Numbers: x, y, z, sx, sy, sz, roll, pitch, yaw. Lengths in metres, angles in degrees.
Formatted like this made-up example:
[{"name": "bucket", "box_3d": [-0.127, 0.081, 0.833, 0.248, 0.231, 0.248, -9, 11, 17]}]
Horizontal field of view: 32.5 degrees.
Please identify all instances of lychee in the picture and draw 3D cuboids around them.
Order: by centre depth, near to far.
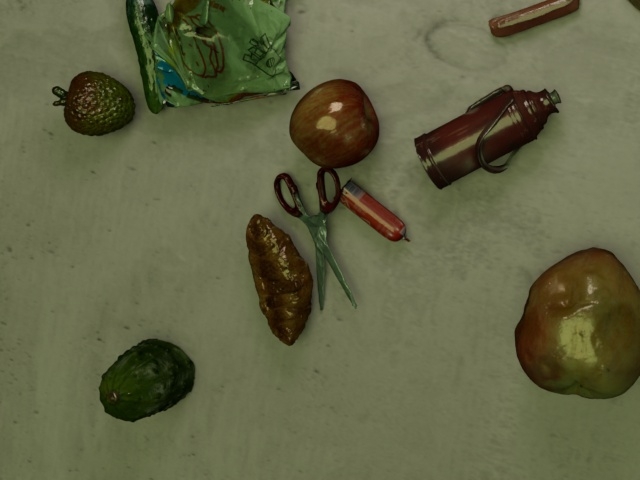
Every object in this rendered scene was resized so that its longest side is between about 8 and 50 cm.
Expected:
[{"name": "lychee", "box_3d": [-0.395, -0.238, 1.908, 0.147, 0.114, 0.114, 8, 101, -4]}]

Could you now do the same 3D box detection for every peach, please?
[{"name": "peach", "box_3d": [0.412, 0.125, 1.684, 0.214, 0.214, 0.235, 12, 84, 15]}]

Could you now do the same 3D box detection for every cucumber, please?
[{"name": "cucumber", "box_3d": [-0.297, -0.344, 1.890, 0.056, 0.056, 0.250, -9, 98, 18]}, {"name": "cucumber", "box_3d": [-0.315, 0.251, 1.892, 0.134, 0.244, 0.134, 1, 93, 13]}]

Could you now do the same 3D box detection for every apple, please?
[{"name": "apple", "box_3d": [0.021, -0.185, 1.768, 0.131, 0.146, 0.146, -24, 91, 16]}]

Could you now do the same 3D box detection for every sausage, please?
[{"name": "sausage", "box_3d": [0.335, -0.352, 1.710, 0.147, 0.035, 0.030, -17, 125, 19]}, {"name": "sausage", "box_3d": [0.091, -0.043, 1.825, 0.145, 0.050, 0.048, 38, 76, 3]}]

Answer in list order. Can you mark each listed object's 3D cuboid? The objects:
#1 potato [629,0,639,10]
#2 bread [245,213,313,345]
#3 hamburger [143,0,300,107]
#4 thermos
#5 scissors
[{"name": "potato", "box_3d": [0.539, -0.360, 1.634, 0.100, 0.089, 0.172, -48, 50, -2]}, {"name": "bread", "box_3d": [-0.063, 0.061, 1.869, 0.105, 0.076, 0.233, -10, 100, 37]}, {"name": "hamburger", "box_3d": [-0.166, -0.350, 1.800, 0.261, 0.150, 0.275, 6, 100, 14]}, {"name": "thermos", "box_3d": [0.269, -0.177, 1.728, 0.232, 0.099, 0.124, -29, 51, 18]}, {"name": "scissors", "box_3d": [0.000, 0.000, 1.851, 0.144, 0.017, 0.247, -6, 102, 43]}]
